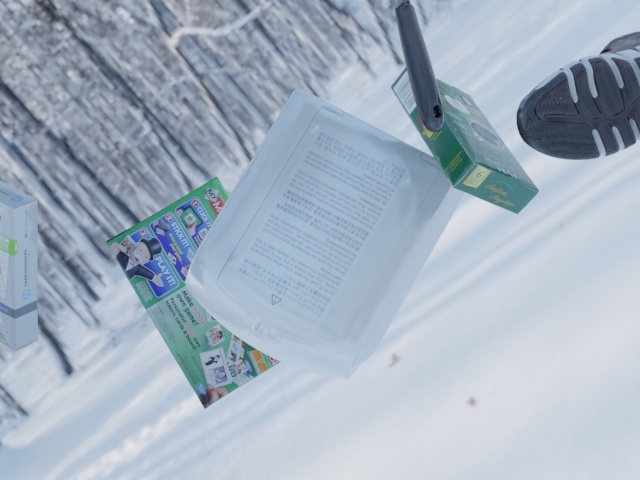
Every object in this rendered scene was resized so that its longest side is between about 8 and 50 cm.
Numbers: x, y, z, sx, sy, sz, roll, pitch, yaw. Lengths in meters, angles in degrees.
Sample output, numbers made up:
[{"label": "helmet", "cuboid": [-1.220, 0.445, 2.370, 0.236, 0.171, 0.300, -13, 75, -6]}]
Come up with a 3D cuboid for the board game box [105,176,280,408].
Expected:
[{"label": "board game box", "cuboid": [-0.179, 0.085, 1.687, 0.213, 0.317, 0.046, -31, -3, -5]}]

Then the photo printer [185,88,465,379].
[{"label": "photo printer", "cuboid": [0.000, 0.000, 1.261, 0.307, 0.256, 0.107, -60, -12, -9]}]

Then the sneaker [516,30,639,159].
[{"label": "sneaker", "cuboid": [0.319, -0.167, 1.149, 0.281, 0.106, 0.162, -21, 13, -13]}]

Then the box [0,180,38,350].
[{"label": "box", "cuboid": [-0.384, 0.015, 1.172, 0.038, 0.145, 0.186, -28, -44, -50]}]

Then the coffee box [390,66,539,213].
[{"label": "coffee box", "cuboid": [0.158, -0.115, 1.149, 0.040, 0.113, 0.184, -50, 45, 25]}]

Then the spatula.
[{"label": "spatula", "cuboid": [0.083, -0.250, 0.985, 0.030, 0.296, 0.084, -5, 7, 45]}]
